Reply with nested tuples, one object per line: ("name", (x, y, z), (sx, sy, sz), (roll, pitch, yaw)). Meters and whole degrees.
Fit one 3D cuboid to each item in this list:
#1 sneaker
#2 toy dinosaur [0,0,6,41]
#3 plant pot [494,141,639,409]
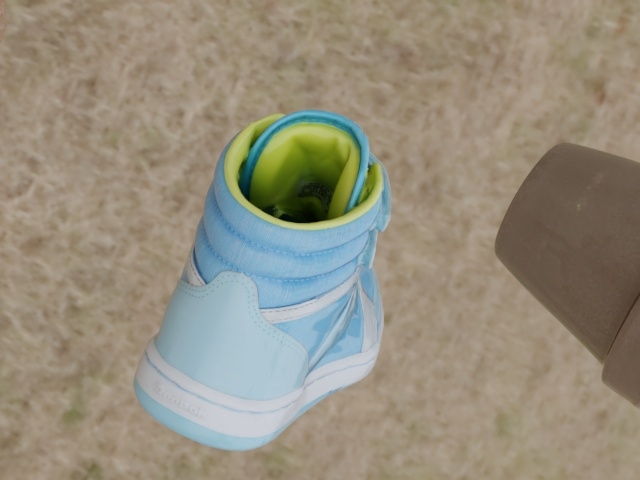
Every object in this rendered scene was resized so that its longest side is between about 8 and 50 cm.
("sneaker", (0.000, 0.000, 0.934), (0.208, 0.127, 0.319), (-68, 171, 20))
("toy dinosaur", (-0.201, -0.160, 0.723), (0.200, 0.127, 0.296), (-131, -120, -80))
("plant pot", (0.316, 0.013, 1.445), (0.263, 0.229, 0.263), (-49, 160, -25))
